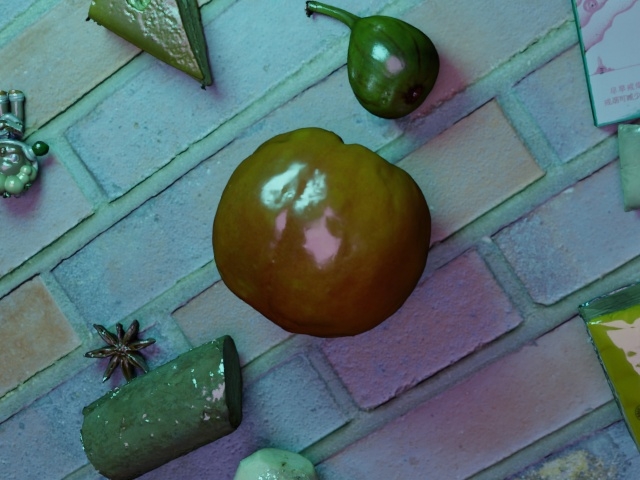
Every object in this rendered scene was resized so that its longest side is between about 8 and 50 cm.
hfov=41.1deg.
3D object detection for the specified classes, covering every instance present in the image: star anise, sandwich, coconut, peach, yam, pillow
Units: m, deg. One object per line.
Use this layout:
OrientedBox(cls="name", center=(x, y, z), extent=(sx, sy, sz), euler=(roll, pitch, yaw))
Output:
OrientedBox(cls="star anise", center=(-0.367, 0.206, 1.585), extent=(0.141, 0.042, 0.141), euler=(1, 97, 8))
OrientedBox(cls="sandwich", center=(-0.268, -0.366, 1.447), extent=(0.235, 0.122, 0.128), euler=(31, 106, 2))
OrientedBox(cls="coconut", center=(-0.084, 0.468, 1.506), extent=(0.171, 0.171, 0.183), euler=(16, 96, 8))
OrientedBox(cls="peach", center=(0.000, 0.000, 1.347), extent=(0.343, 0.343, 0.302), euler=(27, 84, 6))
OrientedBox(cls="yam", center=(-0.262, 0.300, 1.518), extent=(0.304, 0.168, 0.168), euler=(-27, 93, 12))
OrientedBox(cls="pillow", center=(0.570, -0.115, 1.305), extent=(0.229, 0.050, 0.148), euler=(0, 116, 41))

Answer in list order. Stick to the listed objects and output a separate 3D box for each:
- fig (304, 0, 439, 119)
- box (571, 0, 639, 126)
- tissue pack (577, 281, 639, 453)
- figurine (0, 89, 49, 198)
OrientedBox(cls="fig", center=(0.086, -0.321, 1.405), extent=(0.151, 0.151, 0.259), euler=(-42, 62, 13))
OrientedBox(cls="box", center=(0.494, -0.307, 1.346), extent=(0.161, 0.042, 0.226), euler=(-12, 99, 11))
OrientedBox(cls="tissue pack", center=(0.553, 0.204, 1.366), extent=(0.192, 0.134, 0.271), euler=(-24, 94, 12))
OrientedBox(cls="figurine", center=(-0.563, -0.172, 1.541), extent=(0.147, 0.093, 0.197), euler=(-3, 97, -1))
